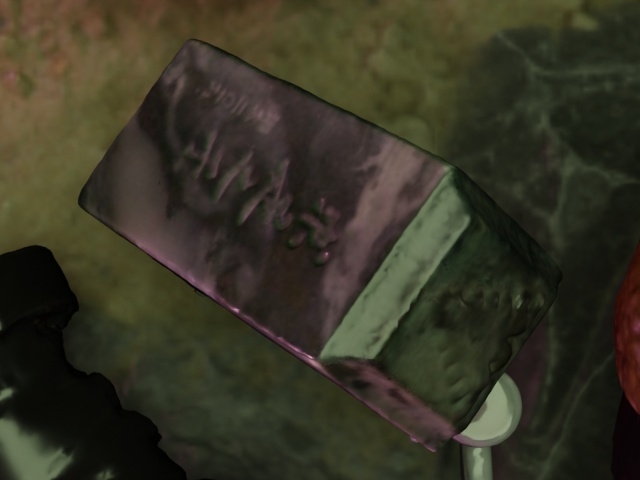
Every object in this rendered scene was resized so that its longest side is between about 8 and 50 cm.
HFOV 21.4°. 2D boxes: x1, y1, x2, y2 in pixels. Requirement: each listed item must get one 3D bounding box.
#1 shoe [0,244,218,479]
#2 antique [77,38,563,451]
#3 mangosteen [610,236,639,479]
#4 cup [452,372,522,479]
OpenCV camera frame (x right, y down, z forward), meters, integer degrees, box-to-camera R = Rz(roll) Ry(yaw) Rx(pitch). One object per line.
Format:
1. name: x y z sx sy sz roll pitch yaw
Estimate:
1. shoe: -0.132 0.069 0.694 0.290 0.114 0.137 19 76 -1
2. antique: 0.000 0.000 0.654 0.086 0.183 0.088 38 84 -43
3. mangosteen: 0.246 0.061 0.597 0.297 0.293 0.297 -2 55 3
4. cup: 0.069 0.197 0.652 0.167 0.173 0.300 -4 87 0
